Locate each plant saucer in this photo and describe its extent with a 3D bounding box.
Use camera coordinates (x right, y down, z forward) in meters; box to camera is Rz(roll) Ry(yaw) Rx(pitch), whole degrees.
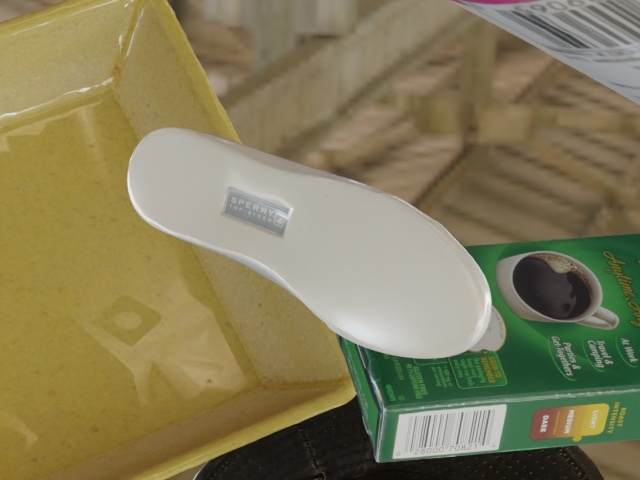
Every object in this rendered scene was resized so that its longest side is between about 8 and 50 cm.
[{"bbox_3d":[-0.192,0.028,1.191,0.332,0.081,0.333,-21,-110,-19],"label":"plant saucer"}]

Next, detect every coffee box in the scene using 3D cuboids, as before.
[{"bbox_3d":[0.105,0.049,0.882,0.184,0.040,0.113,-5,-140,-12],"label":"coffee box"}]

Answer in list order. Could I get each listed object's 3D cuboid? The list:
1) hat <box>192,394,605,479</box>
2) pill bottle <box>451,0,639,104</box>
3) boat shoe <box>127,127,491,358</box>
[{"bbox_3d":[0.023,0.229,1.136,0.331,0.331,0.134,10,176,22],"label":"hat"},{"bbox_3d":[0.136,-0.107,0.541,0.160,0.160,0.283,21,180,43],"label":"pill bottle"},{"bbox_3d":[0.000,0.000,0.827,0.184,0.066,0.063,18,-170,26],"label":"boat shoe"}]
